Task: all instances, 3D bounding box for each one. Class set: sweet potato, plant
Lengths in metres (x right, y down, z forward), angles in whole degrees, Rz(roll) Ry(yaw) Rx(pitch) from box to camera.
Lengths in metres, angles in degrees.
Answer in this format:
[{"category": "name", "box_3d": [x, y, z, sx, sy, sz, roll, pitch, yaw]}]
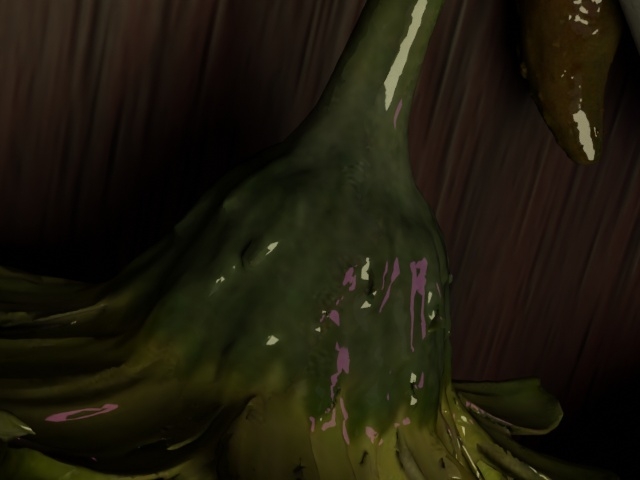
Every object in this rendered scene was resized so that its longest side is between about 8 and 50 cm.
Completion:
[{"category": "sweet potato", "box_3d": [0.103, -0.163, 0.556, 0.067, 0.067, 0.274, -15, 116, -18]}, {"category": "plant", "box_3d": [-0.035, 0.024, 0.508, 0.306, 0.261, 0.297, -8, 90, -60]}]

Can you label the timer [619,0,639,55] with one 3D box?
[{"category": "timer", "box_3d": [0.260, -0.113, 0.539, 0.194, 0.195, 0.192, -50, 135, -15]}]
